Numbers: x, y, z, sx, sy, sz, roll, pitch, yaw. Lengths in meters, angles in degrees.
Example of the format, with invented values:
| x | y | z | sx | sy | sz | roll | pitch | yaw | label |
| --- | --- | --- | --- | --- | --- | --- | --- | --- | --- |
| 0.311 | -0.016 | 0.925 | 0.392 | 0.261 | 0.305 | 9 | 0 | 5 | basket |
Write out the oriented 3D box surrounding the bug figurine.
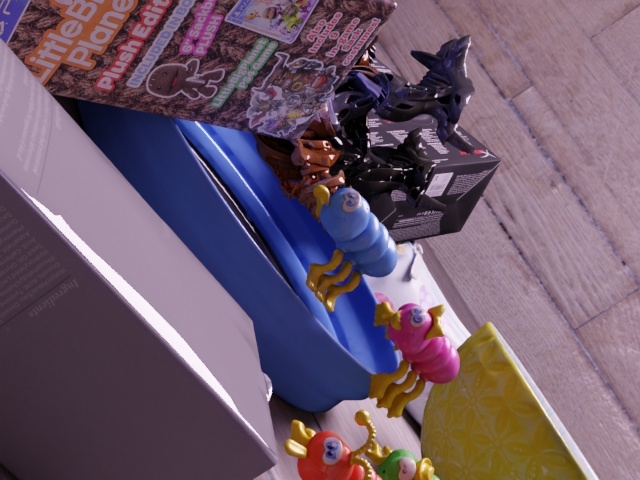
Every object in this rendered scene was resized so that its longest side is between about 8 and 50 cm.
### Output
| x | y | z | sx | sy | sz | roll | pitch | yaw | label |
| --- | --- | --- | --- | --- | --- | --- | --- | --- | --- |
| 0.043 | 0.101 | 0.833 | 0.216 | 0.072 | 0.279 | 48 | 38 | -47 | bug figurine |

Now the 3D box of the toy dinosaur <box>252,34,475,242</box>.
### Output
| x | y | z | sx | sy | sz | roll | pitch | yaw | label |
| --- | --- | --- | --- | --- | --- | --- | --- | --- | --- |
| 0.010 | -0.102 | 1.059 | 0.164 | 0.218 | 0.321 | 133 | -42 | -61 | toy dinosaur |

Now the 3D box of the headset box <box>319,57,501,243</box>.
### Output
| x | y | z | sx | sy | sz | roll | pitch | yaw | label |
| --- | --- | --- | --- | --- | --- | --- | --- | --- | --- |
| 0.022 | -0.127 | 1.323 | 0.218 | 0.110 | 0.293 | -10 | 46 | -49 | headset box |

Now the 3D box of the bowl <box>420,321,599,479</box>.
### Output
| x | y | z | sx | sy | sz | roll | pitch | yaw | label |
| --- | --- | --- | --- | --- | --- | --- | --- | --- | --- |
| 0.173 | 0.236 | 1.085 | 0.289 | 0.156 | 0.289 | 56 | 6 | -9 | bowl |

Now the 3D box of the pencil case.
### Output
| x | y | z | sx | sy | sz | roll | pitch | yaw | label |
| --- | --- | --- | --- | --- | --- | --- | --- | --- | --- |
| 0.119 | 0.118 | 1.346 | 0.273 | 0.124 | 0.113 | 56 | 9 | -5 | pencil case |

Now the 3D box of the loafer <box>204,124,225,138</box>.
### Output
| x | y | z | sx | sy | sz | roll | pitch | yaw | label |
| --- | --- | --- | --- | --- | --- | --- | --- | --- | --- |
| -0.153 | -0.178 | 1.197 | 0.170 | 0.062 | 0.061 | 55 | 4 | -9 | loafer |

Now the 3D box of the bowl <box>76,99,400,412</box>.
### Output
| x | y | z | sx | sy | sz | roll | pitch | yaw | label |
| --- | --- | --- | --- | --- | --- | --- | --- | --- | --- |
| -0.069 | -0.021 | 1.021 | 0.391 | 0.077 | 0.391 | 53 | 9 | -12 | bowl |

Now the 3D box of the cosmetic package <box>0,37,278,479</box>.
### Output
| x | y | z | sx | sy | sz | roll | pitch | yaw | label |
| --- | --- | --- | --- | --- | --- | --- | --- | --- | --- |
| -0.128 | 0.017 | 0.525 | 0.238 | 0.107 | 0.127 | 54 | 9 | -26 | cosmetic package |

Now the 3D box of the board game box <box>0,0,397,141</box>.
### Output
| x | y | z | sx | sy | sz | roll | pitch | yaw | label |
| --- | --- | --- | --- | --- | --- | --- | --- | --- | --- |
| -0.132 | -0.218 | 0.840 | 0.291 | 0.141 | 0.232 | 6 | 44 | -42 | board game box |
